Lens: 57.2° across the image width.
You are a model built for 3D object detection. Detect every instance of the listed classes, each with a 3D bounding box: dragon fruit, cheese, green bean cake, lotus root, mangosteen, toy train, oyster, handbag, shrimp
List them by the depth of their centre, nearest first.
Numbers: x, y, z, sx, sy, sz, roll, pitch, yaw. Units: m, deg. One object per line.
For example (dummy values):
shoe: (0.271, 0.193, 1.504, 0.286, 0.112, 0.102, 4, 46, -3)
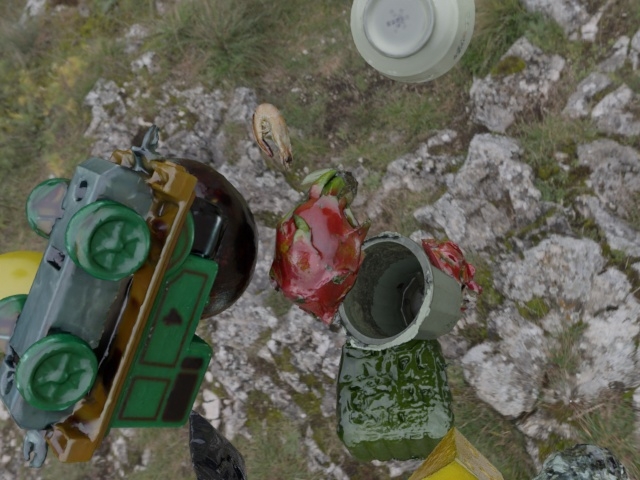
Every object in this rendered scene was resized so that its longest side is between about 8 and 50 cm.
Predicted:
toy train: (-0.239, 0.077, 0.724, 0.178, 0.249, 0.429, 20, 89, 46)
cheese: (0.183, 0.302, 0.731, 0.126, 0.171, 0.093, -42, 75, -18)
mangosteen: (-0.283, 0.012, 1.060, 0.306, 0.360, 0.305, 25, 128, 37)
dragon fruit: (0.011, 0.011, 1.105, 0.198, 0.200, 0.269, -5, 39, 34)
oyster: (0.645, 0.604, 1.478, 0.162, 0.351, 0.158, 4, 90, 52)
lotus root: (0.040, -0.144, 1.535, 0.144, 0.143, 0.070, -23, 37, 48)
handbag: (-0.264, 0.589, 1.542, 0.089, 0.254, 0.211, -33, 24, 1)
green bean cake: (0.210, 0.431, 1.630, 0.335, 0.218, 0.319, -14, 49, 11)
dragon fruit: (0.388, 0.130, 1.672, 0.134, 0.211, 0.261, -11, 110, -6)
shrimp: (-0.159, -0.334, 1.929, 0.133, 0.053, 0.235, -20, 95, 23)

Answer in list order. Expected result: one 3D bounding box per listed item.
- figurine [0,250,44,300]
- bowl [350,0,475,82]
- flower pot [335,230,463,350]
figurine: (-0.589, 0.171, 1.230, 0.215, 0.343, 0.187, 6, 43, 1)
bowl: (0.156, -0.402, 1.069, 0.238, 0.126, 0.237, 7, 112, 19)
flower pot: (0.207, 0.141, 1.457, 0.290, 0.259, 0.290, -13, 69, 37)
